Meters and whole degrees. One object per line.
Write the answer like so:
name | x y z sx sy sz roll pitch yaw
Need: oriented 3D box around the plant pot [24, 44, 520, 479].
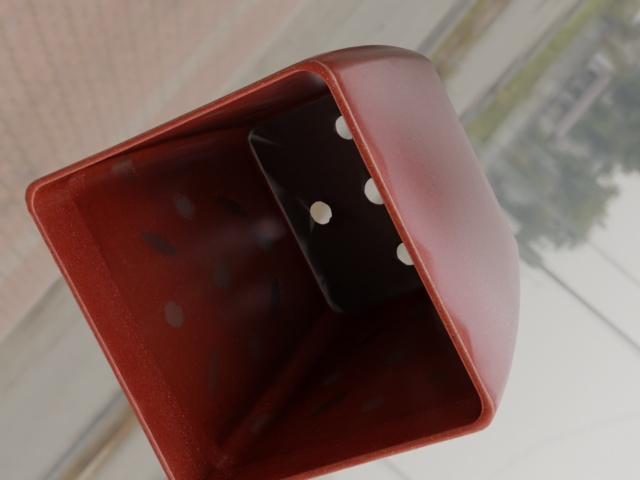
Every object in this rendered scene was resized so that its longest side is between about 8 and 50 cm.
plant pot | 0.000 0.000 1.274 0.267 0.267 0.236 -21 -169 32
